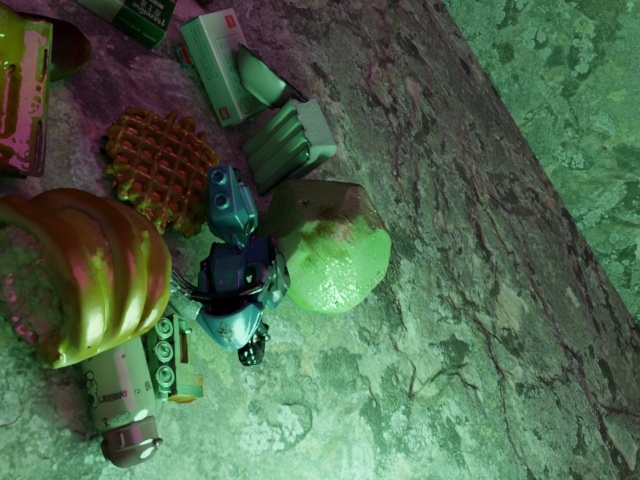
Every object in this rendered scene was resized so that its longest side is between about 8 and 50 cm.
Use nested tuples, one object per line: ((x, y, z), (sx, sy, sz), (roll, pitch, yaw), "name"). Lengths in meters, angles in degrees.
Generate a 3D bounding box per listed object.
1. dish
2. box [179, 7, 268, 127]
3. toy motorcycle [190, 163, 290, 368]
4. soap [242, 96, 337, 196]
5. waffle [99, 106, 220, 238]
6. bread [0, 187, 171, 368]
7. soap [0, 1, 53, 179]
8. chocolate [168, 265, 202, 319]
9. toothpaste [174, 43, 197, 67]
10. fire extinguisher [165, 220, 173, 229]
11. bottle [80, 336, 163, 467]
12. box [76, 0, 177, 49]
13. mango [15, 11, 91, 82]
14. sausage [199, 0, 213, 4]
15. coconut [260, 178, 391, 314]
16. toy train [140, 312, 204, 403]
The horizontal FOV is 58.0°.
((-0.128, -0.377, 1.406), (0.224, 0.078, 0.246), (42, 11, 12), "dish")
((-0.233, -0.428, 1.440), (0.135, 0.079, 0.269), (-41, 116, -47), "box")
((-0.165, 0.046, 1.142), (0.232, 0.172, 0.416), (44, 40, -79), "toy motorcycle")
((-0.080, -0.220, 1.400), (0.094, 0.261, 0.150), (-14, 81, -37), "soap")
((-0.320, -0.152, 1.254), (0.329, 0.062, 0.329), (27, 45, -31), "waffle")
((-0.391, 0.030, 0.939), (0.316, 0.211, 0.270), (40, 40, 26), "bread")
((-0.590, -0.253, 0.948), (0.259, 0.143, 0.281), (6, 83, -37), "soap")
((-0.294, 0.098, 1.160), (0.167, 0.072, 0.072), (42, 46, -20), "chocolate")
((-0.281, -0.481, 1.491), (0.193, 0.044, 0.070), (-37, 112, -47), "toothpaste")
((-0.339, -0.030, 1.221), (0.028, 0.022, 0.083), (28, 39, 20), "fire extinguisher")
((-0.343, 0.268, 0.997), (0.110, 0.110, 0.233), (-6, 75, -46), "bottle")
((-0.447, -0.563, 1.350), (0.199, 0.081, 0.135), (26, 53, -30), "box")
((-0.570, -0.368, 1.107), (0.267, 0.111, 0.133), (-12, 99, -39), "mango")
((-0.398, -0.716, 1.480), (0.304, 0.078, 0.078), (25, 54, -33), "sausage")
((0.000, 0.000, 1.352), (0.328, 0.281, 0.328), (-1, 93, -14), "coconut")
((-0.288, 0.223, 1.109), (0.118, 0.074, 0.176), (22, 50, -47), "toy train")
